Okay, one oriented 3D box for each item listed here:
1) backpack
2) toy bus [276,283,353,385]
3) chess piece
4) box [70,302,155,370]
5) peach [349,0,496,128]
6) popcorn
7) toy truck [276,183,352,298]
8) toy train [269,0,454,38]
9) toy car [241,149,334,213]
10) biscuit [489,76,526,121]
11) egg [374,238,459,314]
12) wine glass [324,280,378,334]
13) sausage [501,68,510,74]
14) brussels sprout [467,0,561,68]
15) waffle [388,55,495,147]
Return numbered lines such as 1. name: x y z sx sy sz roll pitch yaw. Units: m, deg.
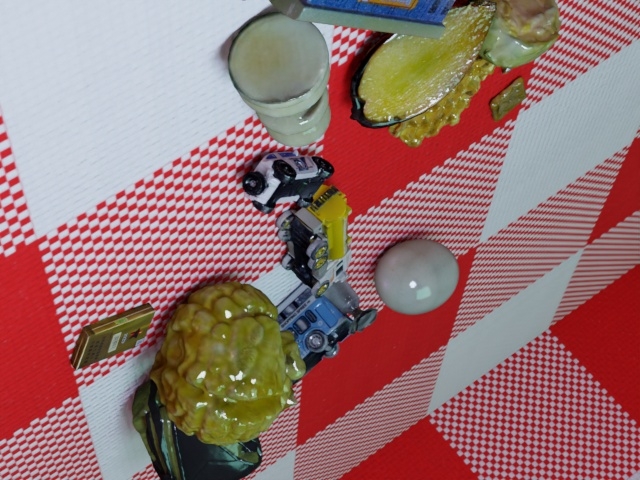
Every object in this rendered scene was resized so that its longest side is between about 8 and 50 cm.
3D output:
1. backpack: -0.228 0.347 2.299 0.207 0.140 0.253 -27 118 2
2. toy bus: -0.078 0.219 2.428 0.297 0.131 0.106 -43 158 3
3. chess piece: -0.044 -0.204 1.742 0.133 0.133 0.243 -39 164 -6
4. box: -0.334 0.154 2.042 0.133 0.023 0.090 -21 152 -39
5. peach: 0.146 -0.286 1.934 0.279 0.068 0.189 -39 147 13
6. popcorn: -0.153 0.209 2.129 0.258 0.270 0.224 -42 -156 -26
7. toy truck: 0.000 0.000 2.194 0.114 0.098 0.227 -40 157 -19
8. toy train: 0.080 -0.357 1.579 0.300 0.131 0.202 -1 132 -44
9. toy car: -0.057 -0.095 1.963 0.171 0.070 0.080 -10 143 -54
10. biscuit: 0.352 -0.263 2.374 0.081 0.018 0.083 -41 158 -2
11. egg: 0.199 0.072 2.569 0.209 0.151 0.151 -13 145 -50
12. wine glass: 0.033 0.097 2.345 0.072 0.155 0.072 -34 157 -17
13. sausage: 0.356 -0.332 2.258 0.100 0.015 0.015 -48 157 15
14. brussels sprout: 0.294 -0.334 2.000 0.152 0.149 0.122 13 151 -15
15. waffle: 0.195 -0.240 2.117 0.160 0.055 0.211 -15 145 -45
